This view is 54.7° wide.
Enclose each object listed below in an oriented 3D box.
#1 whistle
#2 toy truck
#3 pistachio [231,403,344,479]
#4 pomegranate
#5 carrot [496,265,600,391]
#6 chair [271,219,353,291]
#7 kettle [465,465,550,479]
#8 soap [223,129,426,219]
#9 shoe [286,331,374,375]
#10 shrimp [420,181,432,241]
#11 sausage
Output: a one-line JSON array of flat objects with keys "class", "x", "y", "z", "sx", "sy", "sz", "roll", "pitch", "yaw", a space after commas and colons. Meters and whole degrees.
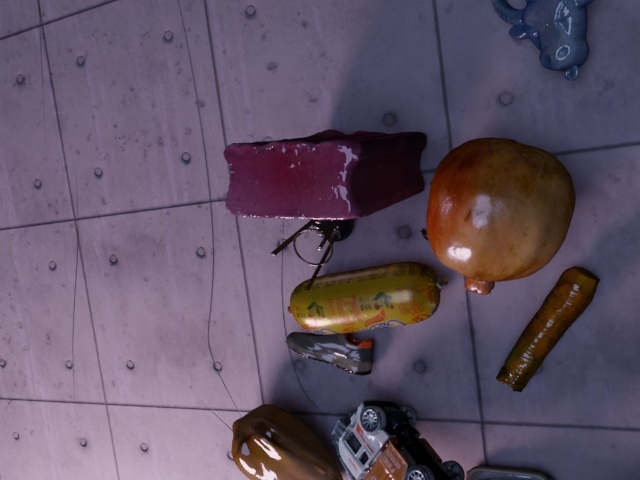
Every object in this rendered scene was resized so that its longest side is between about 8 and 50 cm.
[{"class": "whistle", "x": 0.379, "y": -0.392, "z": 1.019, "sx": 0.180, "sy": 0.093, "sz": 0.269, "roll": -21, "pitch": 87, "yaw": 52}, {"class": "toy truck", "x": 0.144, "y": 0.453, "z": 1.192, "sx": 0.184, "sy": 0.133, "sz": 0.338, "roll": -56, "pitch": 50, "yaw": 16}, {"class": "pistachio", "x": -0.077, "y": 0.472, "z": 1.346, "sx": 0.260, "sy": 0.163, "sz": 0.213, "roll": 43, "pitch": 155, "yaw": -6}, {"class": "pomegranate", "x": 0.289, "y": -0.034, "z": 1.034, "sx": 0.229, "sy": 0.252, "sz": 0.270, "roll": 13, "pitch": 102, "yaw": 3}, {"class": "carrot", "x": 0.401, "y": 0.162, "z": 1.105, "sx": 0.070, "sy": 0.070, "sz": 0.260, "roll": 34, "pitch": 111, "yaw": 18}, {"class": "chair", "x": 0.000, "y": -0.001, "z": 1.217, "sx": 0.104, "sy": 0.221, "sz": 0.095, "roll": -3, "pitch": 120, "yaw": 24}, {"class": "kettle", "x": 0.377, "y": 0.534, "z": 1.143, "sx": 0.243, "sy": 0.160, "sz": 0.210, "roll": 3, "pitch": 81, "yaw": 32}, {"class": "soap", "x": 0.027, "y": -0.126, "z": 1.083, "sx": 0.233, "sy": 0.359, "sz": 0.128, "roll": 4, "pitch": 103, "yaw": 26}, {"class": "shoe", "x": 0.024, "y": 0.218, "z": 1.302, "sx": 0.194, "sy": 0.074, "sz": 0.077, "roll": 17, "pitch": 93, "yaw": 20}, {"class": "shrimp", "x": 0.225, "y": -0.049, "z": 1.183, "sx": 0.091, "sy": 0.025, "sz": 0.127, "roll": -23, "pitch": 90, "yaw": 28}, {"class": "sausage", "x": 0.082, "y": 0.117, "z": 1.223, "sx": 0.347, "sy": 0.123, "sz": 0.123, "roll": -12, "pitch": 92, "yaw": 26}]
